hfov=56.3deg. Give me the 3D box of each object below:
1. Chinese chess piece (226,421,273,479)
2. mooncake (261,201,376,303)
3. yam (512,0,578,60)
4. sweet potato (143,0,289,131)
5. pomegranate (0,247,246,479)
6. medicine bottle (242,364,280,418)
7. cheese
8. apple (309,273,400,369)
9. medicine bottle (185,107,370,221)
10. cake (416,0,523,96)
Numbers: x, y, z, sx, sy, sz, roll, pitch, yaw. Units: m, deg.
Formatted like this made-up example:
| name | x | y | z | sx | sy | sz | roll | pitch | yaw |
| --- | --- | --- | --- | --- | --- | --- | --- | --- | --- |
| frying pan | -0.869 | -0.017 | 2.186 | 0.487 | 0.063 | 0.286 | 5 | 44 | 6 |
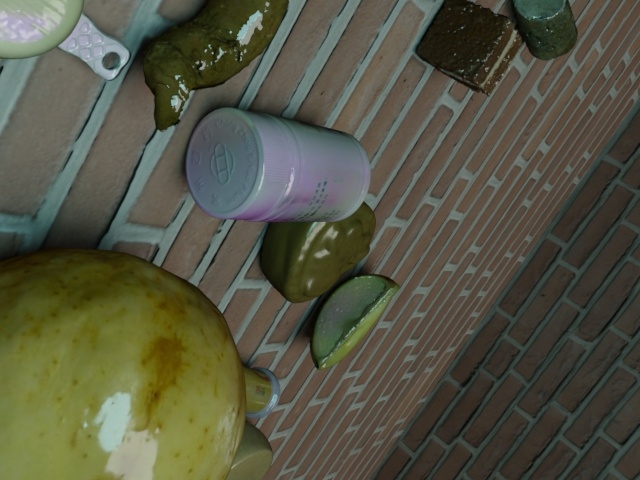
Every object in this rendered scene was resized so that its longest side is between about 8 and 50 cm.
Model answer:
| name | x | y | z | sx | sy | sz | roll | pitch | yaw |
| --- | --- | --- | --- | --- | --- | --- | --- | --- | --- |
| Chinese chess piece | -0.234 | 0.548 | 1.404 | 0.273 | 0.102 | 0.273 | -35 | 149 | -25 |
| mooncake | 0.000 | 0.000 | 1.106 | 0.235 | 0.117 | 0.234 | -35 | 150 | -24 |
| yam | 0.472 | -0.464 | 1.256 | 0.107 | 0.107 | 0.194 | -56 | 150 | 8 |
| sweet potato | -0.107 | -0.253 | 0.689 | 0.310 | 0.098 | 0.124 | -59 | 162 | -6 |
| pomegranate | -0.273 | 0.213 | 0.669 | 0.410 | 0.410 | 0.410 | -35 | 147 | -27 |
| medicine bottle | -0.210 | 0.255 | 1.104 | 0.108 | 0.108 | 0.426 | -50 | 150 | -2 |
| cheese | -0.260 | -0.215 | 0.545 | 0.137 | 0.064 | 0.227 | -50 | 150 | 5 |
| apple | 0.069 | 0.177 | 1.403 | 0.265 | 0.120 | 0.193 | -47 | 164 | -2 |
| medicine bottle | -0.054 | -0.102 | 0.873 | 0.254 | 0.152 | 0.152 | -1 | 124 | -54 |
| cake | 0.274 | -0.346 | 1.087 | 0.134 | 0.135 | 0.147 | -57 | 155 | 9 |
